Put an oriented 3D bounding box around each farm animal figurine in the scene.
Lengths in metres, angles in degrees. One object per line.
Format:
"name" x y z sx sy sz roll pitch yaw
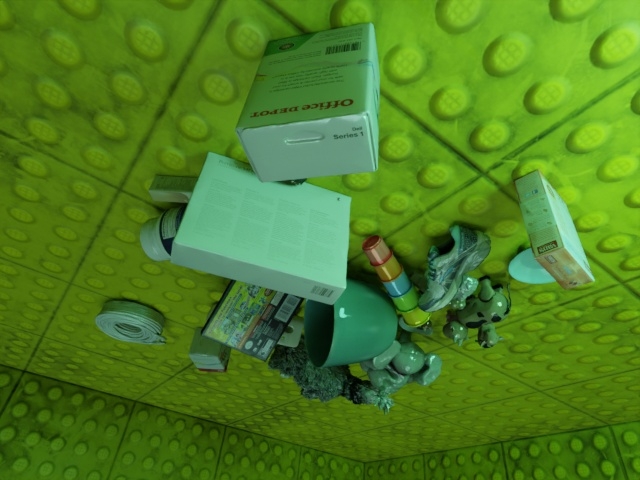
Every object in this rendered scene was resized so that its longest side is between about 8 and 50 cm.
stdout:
"farm animal figurine" 0.487 0.254 1.342 0.331 0.172 0.326 18 140 -14

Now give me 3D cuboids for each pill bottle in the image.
"pill bottle" -0.345 -0.025 1.130 0.265 0.153 0.153 -11 138 22

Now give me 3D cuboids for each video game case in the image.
"video game case" -0.224 0.247 1.404 0.248 0.035 0.274 29 96 -21

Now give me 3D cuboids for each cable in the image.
"cable" -0.771 0.333 1.697 0.257 0.089 0.257 -2 140 12

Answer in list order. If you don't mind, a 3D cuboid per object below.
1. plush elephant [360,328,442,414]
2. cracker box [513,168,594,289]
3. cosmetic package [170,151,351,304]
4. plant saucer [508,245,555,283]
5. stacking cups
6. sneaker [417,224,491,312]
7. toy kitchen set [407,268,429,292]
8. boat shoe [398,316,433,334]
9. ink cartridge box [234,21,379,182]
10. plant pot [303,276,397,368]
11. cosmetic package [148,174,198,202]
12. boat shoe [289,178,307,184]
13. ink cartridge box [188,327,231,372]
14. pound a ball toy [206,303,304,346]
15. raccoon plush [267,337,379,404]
"plush elephant" 0.286 0.438 1.553 0.272 0.330 0.255 29 119 -16
"cracker box" 0.520 -0.026 0.937 0.156 0.232 0.067 35 133 -30
"cosmetic package" -0.120 -0.032 0.983 0.378 0.284 0.097 17 142 -12
"plant saucer" 0.635 0.055 1.180 0.195 0.037 0.195 4 142 3
"stacking cups" 0.226 0.115 1.240 0.096 0.096 0.316 -19 116 29
"sneaker" 0.340 0.074 1.169 0.122 0.110 0.283 26 112 -8
"toy kitchen set" 0.315 0.130 1.309 0.083 0.068 0.075 37 155 6
"boat shoe" 0.349 0.317 1.547 0.142 0.049 0.040 21 178 -10
"ink cartridge box" -0.005 -0.238 0.710 0.202 0.278 0.117 -4 140 14
"plant pot" 0.100 0.254 1.327 0.235 0.292 0.293 5 144 -19
"cosmetic package" -0.374 -0.132 1.074 0.115 0.060 0.041 5 142 5
"boat shoe" -0.093 -0.170 0.993 0.133 0.048 0.042 20 132 -23
"ink cartridge box" -0.472 0.473 1.795 0.128 0.128 0.176 2 142 5
"pound a ball toy" -0.244 0.286 1.552 0.319 0.135 0.208 19 170 -18
"raccoon plush" 0.010 0.496 1.673 0.447 0.216 0.299 -13 136 35
